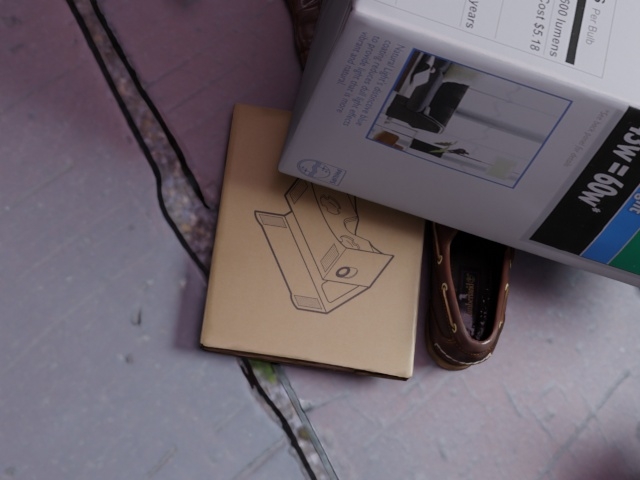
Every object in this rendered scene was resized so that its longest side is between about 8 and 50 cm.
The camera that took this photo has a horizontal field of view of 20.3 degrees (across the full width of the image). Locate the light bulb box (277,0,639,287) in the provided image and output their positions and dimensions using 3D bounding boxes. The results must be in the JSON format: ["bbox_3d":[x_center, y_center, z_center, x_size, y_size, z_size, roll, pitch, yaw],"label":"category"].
[{"bbox_3d":[0.197,-0.190,1.354,0.361,0.225,0.358,18,60,-6],"label":"light bulb box"}]

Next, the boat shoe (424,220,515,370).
[{"bbox_3d":[0.122,-0.003,1.406,0.073,0.073,0.207,4,71,-10],"label":"boat shoe"}]

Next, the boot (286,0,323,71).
[{"bbox_3d":[0.020,-0.198,1.457,0.106,0.037,0.114,-9,72,-18],"label":"boot"}]

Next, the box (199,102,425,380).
[{"bbox_3d":[0.000,0.000,1.386,0.164,0.021,0.201,9,71,-6],"label":"box"}]
